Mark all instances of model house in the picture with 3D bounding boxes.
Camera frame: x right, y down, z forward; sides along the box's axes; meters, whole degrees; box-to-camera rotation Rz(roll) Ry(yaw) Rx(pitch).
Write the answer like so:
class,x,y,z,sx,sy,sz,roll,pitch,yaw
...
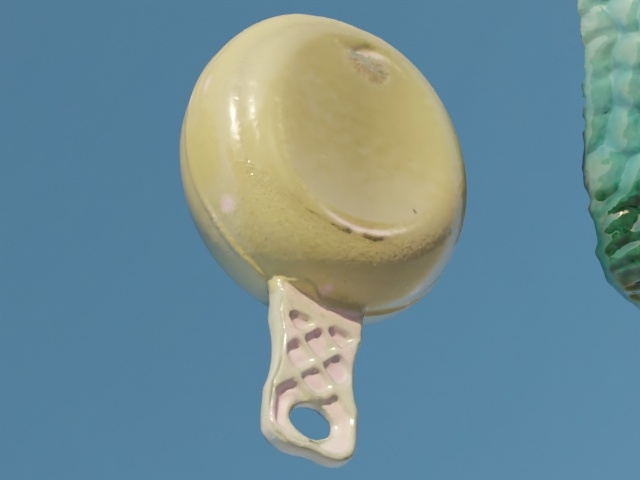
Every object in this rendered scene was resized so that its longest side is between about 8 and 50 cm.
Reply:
class,x,y,z,sx,sy,sz,roll,pitch,yaw
model house,0.333,-0.071,1.261,0.261,0.241,0.226,4,-101,-52

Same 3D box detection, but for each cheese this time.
class,x,y,z,sx,sy,sz,roll,pitch,yaw
cheese,0.000,0.000,0.857,0.137,0.227,0.064,20,-41,-18
